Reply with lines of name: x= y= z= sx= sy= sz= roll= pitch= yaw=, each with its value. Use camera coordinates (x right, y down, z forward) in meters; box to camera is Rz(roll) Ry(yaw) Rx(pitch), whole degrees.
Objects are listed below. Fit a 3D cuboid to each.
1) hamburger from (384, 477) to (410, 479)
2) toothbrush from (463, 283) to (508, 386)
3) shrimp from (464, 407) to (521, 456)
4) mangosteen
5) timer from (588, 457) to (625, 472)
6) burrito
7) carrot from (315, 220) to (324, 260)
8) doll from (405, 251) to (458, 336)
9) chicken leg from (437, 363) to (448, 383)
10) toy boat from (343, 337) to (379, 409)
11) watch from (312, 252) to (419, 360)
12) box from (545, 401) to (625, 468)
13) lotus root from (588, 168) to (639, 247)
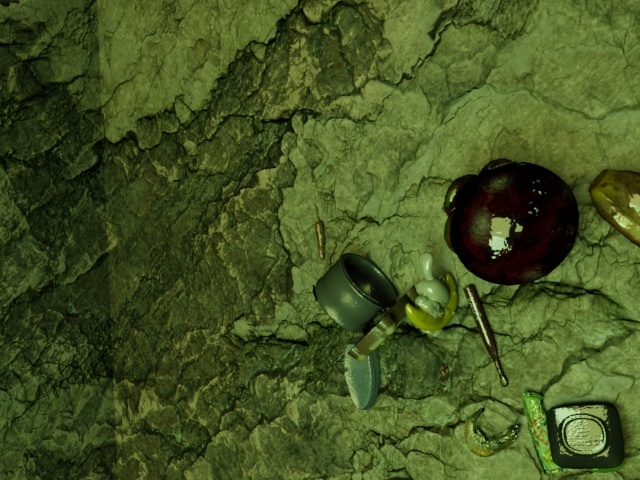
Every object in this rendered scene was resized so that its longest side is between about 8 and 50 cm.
hamburger: x=0.267 y=1.065 z=1.952 sx=0.330 sy=0.250 sz=0.329 roll=2 pitch=95 yaw=32
toothbrush: x=0.570 y=0.326 z=1.823 sx=0.041 sy=0.041 sz=0.363 roll=-24 pitch=82 yaw=32
shrimp: x=0.584 y=0.658 z=1.839 sx=0.217 sy=0.051 sz=0.150 roll=-45 pitch=64 yaw=31
mangosteen: x=0.574 y=-0.062 z=1.621 sx=0.381 sy=0.421 sz=0.380 roll=-2 pitch=111 yaw=-5
timer: x=0.867 y=0.647 z=1.658 sx=0.128 sy=0.047 sz=0.140 roll=-21 pitch=83 yaw=30
burrito: x=0.736 y=0.626 z=1.733 sx=0.104 sy=0.054 sz=0.287 roll=-19 pitch=84 yaw=32
carrot: x=0.001 y=0.000 z=2.159 sx=0.036 sy=0.036 sz=0.165 roll=-5 pitch=94 yaw=33
doll: x=0.384 y=0.198 z=1.827 sx=0.111 sy=0.252 sz=0.237 roll=7 pitch=61 yaw=57
chicken leg: x=0.445 y=0.486 z=1.927 sx=0.036 sy=0.021 sz=0.083 roll=11 pitch=105 yaw=21
toy boat: x=0.164 y=0.525 z=2.075 sx=0.127 sy=0.078 sz=0.282 roll=-3 pitch=92 yaw=29
watch: x=0.142 y=0.211 z=1.912 sx=0.327 sy=0.335 sz=0.314 roll=45 pitch=116 yaw=11
box: x=0.811 y=0.602 z=1.636 sx=0.213 sy=0.042 sz=0.201 roll=-11 pitch=79 yaw=29
lotus root: x=0.900 y=-0.093 z=1.499 sx=0.291 sy=0.193 sz=0.193 roll=46 pitch=116 yaw=20
